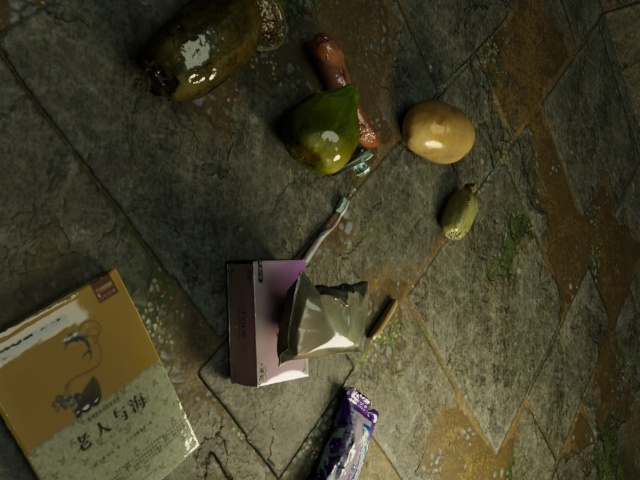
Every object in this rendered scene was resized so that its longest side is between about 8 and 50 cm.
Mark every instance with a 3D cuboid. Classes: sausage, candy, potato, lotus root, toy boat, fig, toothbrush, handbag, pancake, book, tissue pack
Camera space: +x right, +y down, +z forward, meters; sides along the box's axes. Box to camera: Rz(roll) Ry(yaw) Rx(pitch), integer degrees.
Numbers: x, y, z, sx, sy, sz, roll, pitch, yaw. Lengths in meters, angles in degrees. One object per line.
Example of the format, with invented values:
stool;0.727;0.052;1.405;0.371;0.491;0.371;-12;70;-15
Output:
sausage;0.158;0.199;1.607;0.132;0.024;0.024;-53;122;-33
candy;0.059;0.484;1.467;0.145;0.070;0.275;48;52;-39
potato;0.319;-0.294;1.719;0.234;0.146;0.150;11;50;-43
lotus root;0.394;-0.084;1.812;0.090;0.077;0.183;46;61;-41
toy boat;0.076;-0.174;1.466;0.066;0.140;0.059;45;58;-15
fig;0.004;-0.243;1.402;0.167;0.167;0.233;57;28;-26
toothbrush;0.000;0.000;1.465;0.027;0.021;0.269;44;58;-19
handbag;0.013;0.151;1.284;0.270;0.117;0.182;7;95;-53
lotus root;-0.207;-0.366;1.189;0.152;0.160;0.275;47;57;-20
pancake;-0.127;-0.468;1.363;0.139;0.022;0.139;3;86;-43
book;-0.376;0.276;1.079;0.269;0.032;0.388;-36;113;-40
tissue pack;-0.103;0.160;1.307;0.149;0.092;0.246;-1;88;-47
sausage;0.056;-0.341;1.500;0.078;0.078;0.304;-48;122;-35
